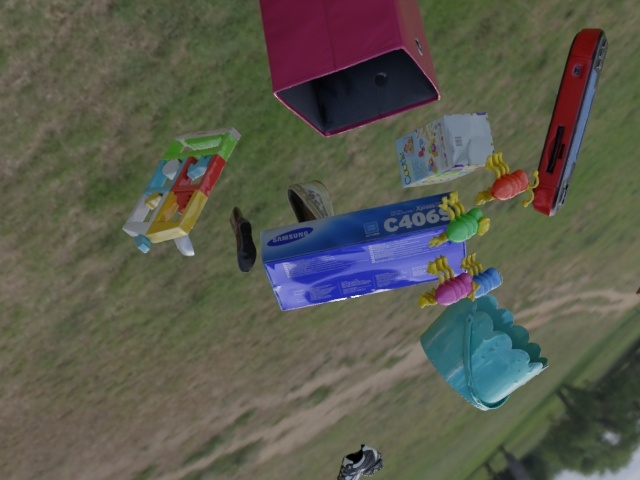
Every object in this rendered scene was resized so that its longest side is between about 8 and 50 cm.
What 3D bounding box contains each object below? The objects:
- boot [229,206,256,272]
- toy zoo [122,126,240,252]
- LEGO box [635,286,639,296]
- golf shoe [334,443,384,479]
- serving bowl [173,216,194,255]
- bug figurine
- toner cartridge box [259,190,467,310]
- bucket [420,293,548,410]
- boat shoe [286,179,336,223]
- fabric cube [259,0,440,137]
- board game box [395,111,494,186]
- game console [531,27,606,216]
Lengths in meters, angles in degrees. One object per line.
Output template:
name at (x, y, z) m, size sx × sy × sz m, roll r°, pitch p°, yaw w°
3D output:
boot at (-0.153, -0.003, 1.641) m, size 0.037 × 0.114 × 0.106 m, roll -2°, pitch 104°, yaw -18°
toy zoo at (-0.293, -0.100, 1.735) m, size 0.030 × 0.192 × 0.293 m, roll 44°, pitch 58°, yaw -38°
LEGO box at (0.980, 0.067, 1.789) m, size 0.372 × 0.500 × 0.193 m, roll -63°, pitch -171°, yaw -9°
golf shoe at (0.076, 0.634, 2.353) m, size 0.198 × 0.094 × 0.077 m, roll -42°, pitch -158°, yaw 1°
serving bowl at (-0.284, -0.005, 1.739) m, size 0.027 × 0.083 × 0.083 m, roll -21°, pitch 157°, yaw -12°
bug figurine at (0.252, 0.008, 1.367) m, size 0.216 × 0.072 × 0.279 m, roll -26°, pitch 135°, yaw -41°
toner cartridge box at (0.080, 0.022, 1.516) m, size 0.347 × 0.075 × 0.165 m, roll -11°, pitch 143°, yaw 3°
bucket at (0.385, 0.257, 2.038) m, size 0.183 × 0.281 × 0.281 m, roll -46°, pitch 161°, yaw 15°
boat shoe at (0.000, 0.000, 1.956) m, size 0.089 × 0.285 × 0.104 m, roll -10°, pitch 161°, yaw -46°
fabric cube at (0.054, -0.383, 1.608) m, size 0.259 × 0.258 × 0.254 m, roll -16°, pitch 161°, yaw 19°
board game box at (0.340, -0.246, 2.358) m, size 0.142 × 0.144 × 0.275 m, roll -8°, pitch 176°, yaw -23°
game console at (0.547, -0.249, 1.837) m, size 0.342 × 0.060 × 0.387 m, roll -13°, pitch 118°, yaw -65°
